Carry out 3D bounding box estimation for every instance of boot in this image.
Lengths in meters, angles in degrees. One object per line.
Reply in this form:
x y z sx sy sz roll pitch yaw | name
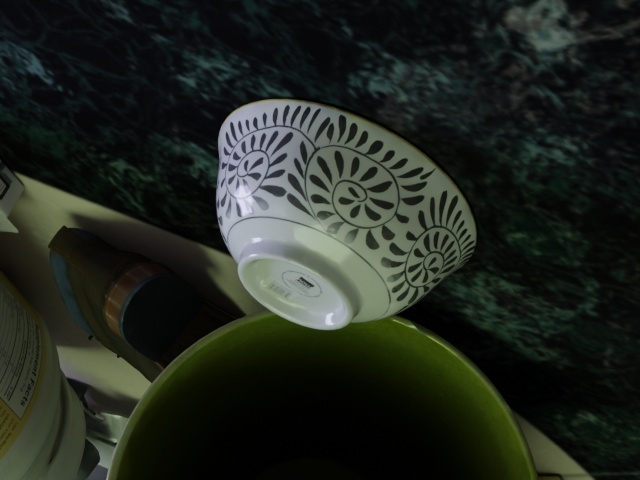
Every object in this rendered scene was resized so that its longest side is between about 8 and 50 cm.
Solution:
-0.112 0.064 1.393 0.106 0.082 0.219 34 165 36 | boot

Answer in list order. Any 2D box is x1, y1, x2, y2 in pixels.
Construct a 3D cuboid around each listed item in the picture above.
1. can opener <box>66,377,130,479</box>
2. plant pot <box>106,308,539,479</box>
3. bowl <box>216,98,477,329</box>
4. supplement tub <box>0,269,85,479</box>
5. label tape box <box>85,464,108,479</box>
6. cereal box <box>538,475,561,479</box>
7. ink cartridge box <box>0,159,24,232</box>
-0.139 0.189 1.580 0.280 0.093 0.074 18 138 18 | can opener
-0.005 0.204 1.349 0.275 0.274 0.293 25 167 3 | plant pot
0.000 0.000 1.157 0.170 0.080 0.170 21 150 12 | bowl
-0.336 0.079 1.405 0.241 0.241 0.331 6 146 33 | supplement tub
-0.115 0.328 1.773 0.348 0.115 0.249 15 150 16 | label tape box
0.186 0.305 1.410 0.047 0.173 0.240 -5 140 38 | cereal box
-0.239 -0.042 1.342 0.048 0.028 0.083 5 145 35 | ink cartridge box
